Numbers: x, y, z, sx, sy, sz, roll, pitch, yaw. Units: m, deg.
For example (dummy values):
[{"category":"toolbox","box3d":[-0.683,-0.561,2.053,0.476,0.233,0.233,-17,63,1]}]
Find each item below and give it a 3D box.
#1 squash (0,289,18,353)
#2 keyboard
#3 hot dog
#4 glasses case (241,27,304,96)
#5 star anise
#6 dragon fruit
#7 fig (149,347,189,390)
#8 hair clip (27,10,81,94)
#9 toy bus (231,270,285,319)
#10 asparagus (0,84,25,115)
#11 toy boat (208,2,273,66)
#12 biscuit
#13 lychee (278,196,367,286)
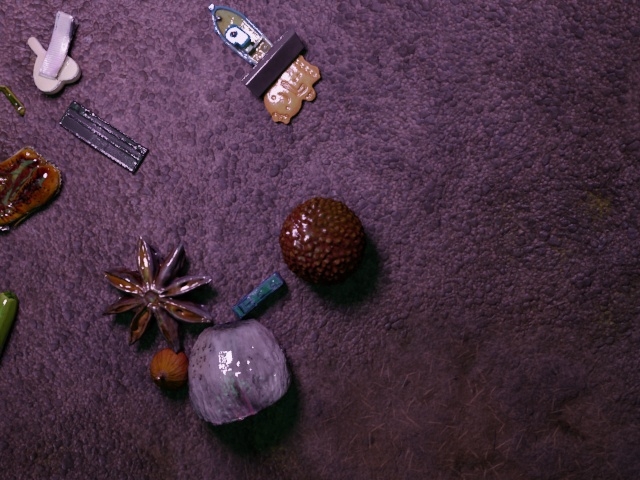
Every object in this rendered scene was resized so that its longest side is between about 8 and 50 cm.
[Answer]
[{"category":"squash","box3d":[-0.921,0.278,1.848,0.082,0.082,0.293,23,95,0]},{"category":"keyboard","box3d":[-0.598,-0.283,1.824,0.250,0.017,0.087,33,94,-2]},{"category":"hot dog","box3d":[-0.837,-0.143,1.812,0.270,0.082,0.163,-35,91,5]},{"category":"glasses case","box3d":[-0.126,-0.469,1.749,0.191,0.072,0.042,-47,66,2]},{"category":"star anise","box3d":[-0.440,0.147,1.809,0.331,0.117,0.332,1,102,6]},{"category":"dragon fruit","box3d":[-0.232,0.339,1.767,0.282,0.204,0.221,-15,98,2]},{"category":"fig","box3d":[-0.409,0.348,1.815,0.119,0.153,0.119,5,68,-14]},{"category":"hair clip","box3d":[-0.719,-0.503,1.784,0.159,0.071,0.219,16,89,3]},{"category":"toy bus","box3d":[-0.173,0.151,1.823,0.166,0.065,0.047,-40,92,4]},{"category":"asparagus","box3d":[-0.848,-0.390,1.819,0.021,0.025,0.108,-38,93,14]},{"category":"toy boat","box3d":[-0.211,-0.546,1.750,0.215,0.102,0.088,42,92,-1]},{"category":"biscuit","box3d":[-0.083,-0.413,1.794,0.184,0.027,0.133,-42,94,4]},{"category":"lychee","box3d":[0.000,0.000,1.719,0.235,0.271,0.236,-6,76,23]}]
